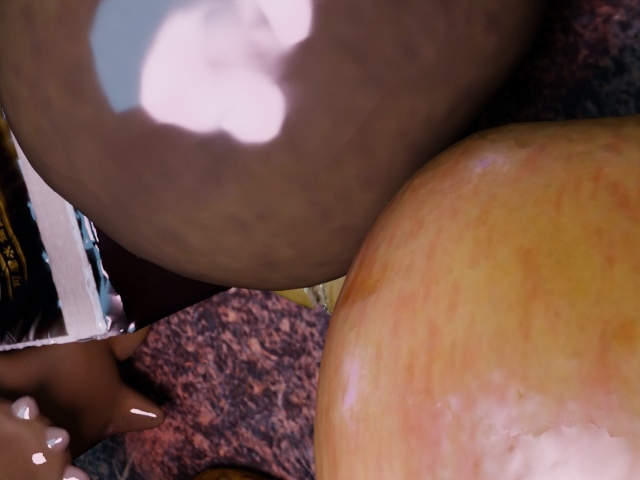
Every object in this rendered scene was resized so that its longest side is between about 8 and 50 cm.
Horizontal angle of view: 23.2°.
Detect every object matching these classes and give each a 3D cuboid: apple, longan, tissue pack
[{"bbox_3d":[0.183,0.098,0.866,0.391,0.391,0.347,1,93,37],"label":"apple"},{"bbox_3d":[-0.028,-0.148,0.984,0.361,0.361,0.361,12,112,34],"label":"longan"},{"bbox_3d":[-0.201,-0.118,1.204,0.198,0.210,0.370,-8,98,42],"label":"tissue pack"}]

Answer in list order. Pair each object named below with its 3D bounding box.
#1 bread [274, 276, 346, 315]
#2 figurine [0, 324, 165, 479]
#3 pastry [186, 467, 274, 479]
[{"bbox_3d":[0.000,0.000,1.144,0.156,0.117,0.064,15,115,33],"label":"bread"},{"bbox_3d":[-0.229,0.178,1.276,0.173,0.247,0.177,46,128,32],"label":"figurine"},{"bbox_3d":[-0.088,0.318,1.304,0.240,0.132,0.235,0,104,38],"label":"pastry"}]
